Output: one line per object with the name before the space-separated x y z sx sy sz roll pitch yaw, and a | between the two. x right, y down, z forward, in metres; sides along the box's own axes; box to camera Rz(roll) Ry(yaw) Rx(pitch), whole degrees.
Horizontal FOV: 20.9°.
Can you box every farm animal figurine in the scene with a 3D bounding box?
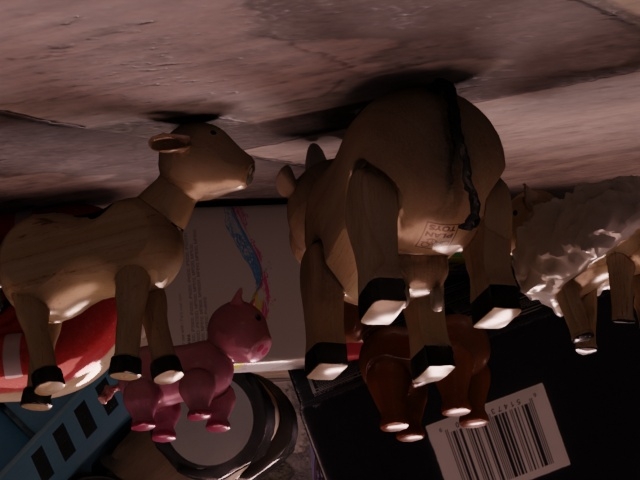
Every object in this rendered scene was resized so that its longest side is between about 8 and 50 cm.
farm animal figurine | 0.000 0.000 1.039 0.330 0.172 0.326 10 153 -34

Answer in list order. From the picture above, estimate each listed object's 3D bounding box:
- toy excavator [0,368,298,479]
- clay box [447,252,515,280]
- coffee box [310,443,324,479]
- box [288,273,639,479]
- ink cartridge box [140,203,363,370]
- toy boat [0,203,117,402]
toy excavator | -0.305 0.159 1.637 0.433 0.445 0.222 -46 169 0
clay box | 0.116 0.003 1.484 0.222 0.053 0.127 4 169 -44
coffee box | 0.175 0.200 1.928 0.338 0.338 0.334 -3 174 -12
box | 0.136 0.141 1.512 0.296 0.183 0.294 -20 -171 -2
ink cartridge box | -0.071 0.041 1.376 0.176 0.127 0.128 -3 174 -21
toy boat | -0.246 0.024 1.237 0.231 0.151 0.151 -4 144 0
